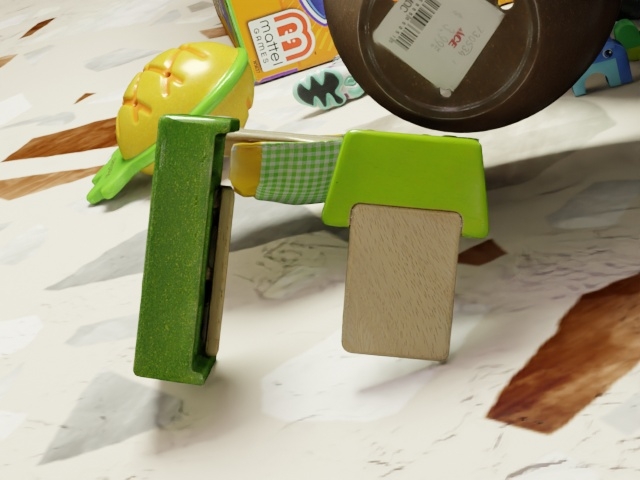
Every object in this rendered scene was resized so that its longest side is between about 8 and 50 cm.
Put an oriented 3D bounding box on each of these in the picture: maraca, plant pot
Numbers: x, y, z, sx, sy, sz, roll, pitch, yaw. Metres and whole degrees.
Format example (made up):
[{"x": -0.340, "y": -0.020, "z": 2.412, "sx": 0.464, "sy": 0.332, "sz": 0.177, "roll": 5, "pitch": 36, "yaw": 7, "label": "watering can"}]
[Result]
[{"x": -0.131, "y": -0.099, "z": 1.299, "sx": 0.186, "sy": 0.099, "sz": 0.127, "roll": -40, "pitch": 15, "yaw": 14, "label": "maraca"}, {"x": 0.090, "y": -0.155, "z": 0.980, "sx": 0.215, "sy": 0.215, "sz": 0.230, "roll": -12, "pitch": 15, "yaw": 13, "label": "plant pot"}]

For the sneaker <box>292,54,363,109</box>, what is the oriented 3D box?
[{"x": 0.013, "y": -0.147, "z": 1.387, "sx": 0.098, "sy": 0.038, "sz": 0.069, "roll": -14, "pitch": 18, "yaw": -18, "label": "sneaker"}]

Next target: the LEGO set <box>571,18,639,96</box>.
[{"x": 0.261, "y": -0.187, "z": 1.210, "sx": 0.227, "sy": 0.093, "sz": 0.087, "roll": -15, "pitch": 22, "yaw": 6, "label": "LEGO set"}]

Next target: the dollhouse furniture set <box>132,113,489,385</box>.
[{"x": 0.000, "y": 0.000, "z": 0.994, "sx": 0.197, "sy": 0.151, "sz": 0.301, "roll": 5, "pitch": 5, "yaw": 0, "label": "dollhouse furniture set"}]

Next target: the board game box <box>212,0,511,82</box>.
[{"x": 0.023, "y": -0.423, "z": 1.610, "sx": 0.356, "sy": 0.356, "sz": 0.356, "roll": -19, "pitch": 22, "yaw": -4, "label": "board game box"}]

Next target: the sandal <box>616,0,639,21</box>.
[{"x": 0.403, "y": -0.336, "z": 1.385, "sx": 0.446, "sy": 0.167, "sz": 0.107, "roll": -40, "pitch": 21, "yaw": -28, "label": "sandal"}]
